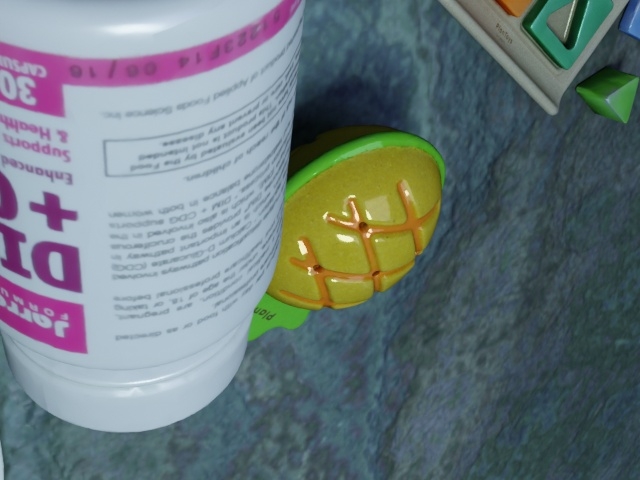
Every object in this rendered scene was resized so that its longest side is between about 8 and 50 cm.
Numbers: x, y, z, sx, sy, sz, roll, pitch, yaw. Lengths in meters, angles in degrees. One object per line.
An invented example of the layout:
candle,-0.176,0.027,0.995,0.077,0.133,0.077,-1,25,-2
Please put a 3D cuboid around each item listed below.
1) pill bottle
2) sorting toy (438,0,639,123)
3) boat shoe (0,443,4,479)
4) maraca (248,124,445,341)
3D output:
pill bottle,-0.093,-0.042,0.554,0.160,0.160,0.283,-28,147,-27
sorting toy,0.178,-0.206,0.829,0.347,0.047,0.196,34,87,-44
boat shoe,-0.216,0.189,0.654,0.083,0.076,0.226,-8,110,-37
maraca,0.000,0.000,0.749,0.185,0.099,0.127,-43,141,18
